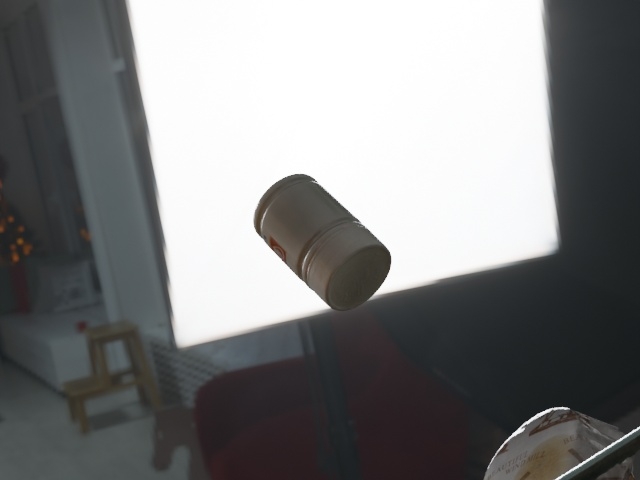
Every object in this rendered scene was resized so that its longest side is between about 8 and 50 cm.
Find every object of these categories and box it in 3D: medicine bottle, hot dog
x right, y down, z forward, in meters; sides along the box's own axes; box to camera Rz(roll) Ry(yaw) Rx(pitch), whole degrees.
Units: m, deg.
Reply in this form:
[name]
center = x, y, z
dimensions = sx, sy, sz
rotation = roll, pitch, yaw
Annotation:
[medicine bottle]
center = 0.000, 0.000, 0.834
dimensions = 0.057, 0.057, 0.089
rotation = -16, 44, -35
[hot dog]
center = 0.106, 0.149, 0.586
dimensions = 0.099, 0.053, 0.192
rotation = -32, 15, 29

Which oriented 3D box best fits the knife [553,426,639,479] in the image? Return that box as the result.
[knife]
center = 0.121, 0.114, 0.353
dimensions = 0.123, 0.053, 0.278
rotation = -36, 18, 0
